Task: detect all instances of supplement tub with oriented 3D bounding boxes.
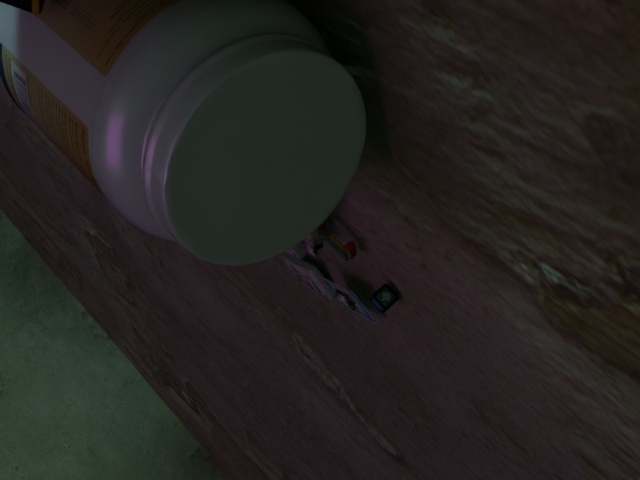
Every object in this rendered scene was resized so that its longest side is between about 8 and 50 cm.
[{"bbox_3d":[-0.129,-0.138,1.037,0.316,0.228,0.228,41,156,41],"label":"supplement tub"}]

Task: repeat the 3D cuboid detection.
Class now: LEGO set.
[{"bbox_3d":[0.000,0.000,1.265,0.182,0.060,0.244,53,167,-27],"label":"LEGO set"}]

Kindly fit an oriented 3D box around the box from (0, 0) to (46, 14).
[{"bbox_3d":[-0.199,-0.348,0.863,0.079,0.257,0.322,19,163,-9],"label":"box"}]
